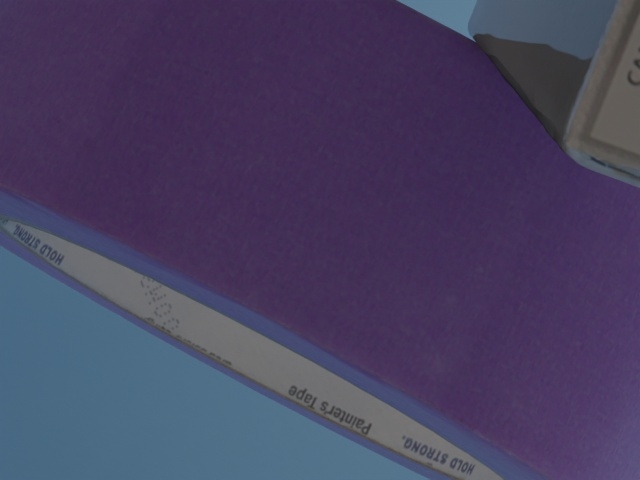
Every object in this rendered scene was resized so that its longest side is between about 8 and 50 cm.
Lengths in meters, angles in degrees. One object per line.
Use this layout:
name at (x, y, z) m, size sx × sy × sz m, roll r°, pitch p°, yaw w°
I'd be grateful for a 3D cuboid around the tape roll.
tape roll at (0.000, 0.000, 0.609) m, size 0.275 × 0.275 × 0.090 m, roll 26°, pitch -99°, yaw 11°

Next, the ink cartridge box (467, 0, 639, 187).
ink cartridge box at (0.115, -0.173, 0.450) m, size 0.066 × 0.261 × 0.296 m, roll 19°, pitch -76°, yaw -8°
